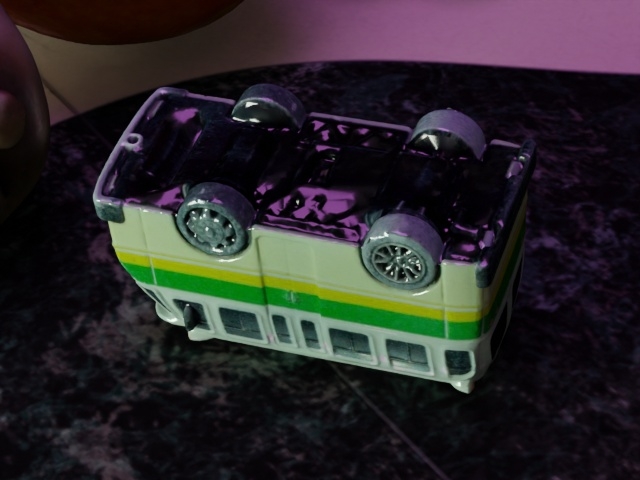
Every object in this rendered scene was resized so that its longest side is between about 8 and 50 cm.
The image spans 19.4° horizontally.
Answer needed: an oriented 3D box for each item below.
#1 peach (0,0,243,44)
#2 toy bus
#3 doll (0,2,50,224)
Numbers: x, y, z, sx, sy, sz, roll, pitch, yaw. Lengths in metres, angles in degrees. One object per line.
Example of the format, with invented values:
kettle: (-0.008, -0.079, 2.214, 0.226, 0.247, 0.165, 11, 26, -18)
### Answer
peach: (-0.189, -0.347, 1.536, 0.388, 0.388, 0.388, -2, 38, 2)
toy bus: (0.000, 0.000, 1.270, 0.276, 0.165, 0.134, 10, 46, 18)
doll: (-0.342, -0.050, 1.327, 0.370, 0.215, 0.226, -36, 32, -31)
